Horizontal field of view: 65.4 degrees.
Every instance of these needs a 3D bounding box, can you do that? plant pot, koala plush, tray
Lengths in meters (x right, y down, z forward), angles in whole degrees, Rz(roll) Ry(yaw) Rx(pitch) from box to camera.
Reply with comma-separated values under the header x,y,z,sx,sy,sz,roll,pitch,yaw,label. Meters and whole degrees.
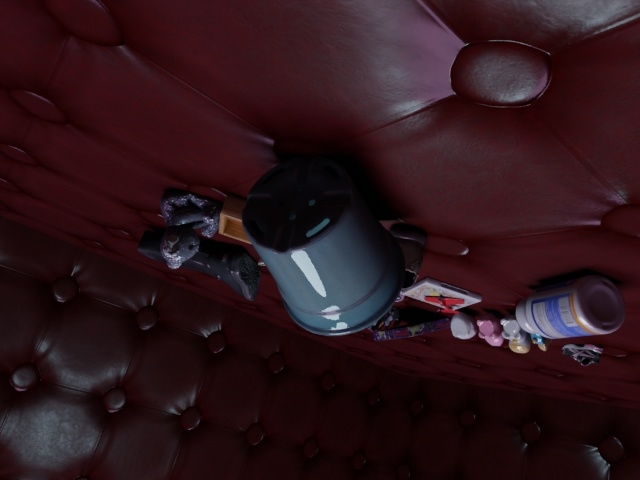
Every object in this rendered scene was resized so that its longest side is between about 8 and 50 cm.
x,y,z,sx,sy,sz,roll,pitch,yaw,label
0.000,0.000,1.173,0.341,0.341,0.334,7,150,26,plant pot
-0.437,-0.025,1.574,0.203,0.221,0.196,20,161,-9,koala plush
-0.106,-0.017,1.555,0.410,0.076,0.203,18,161,-7,tray

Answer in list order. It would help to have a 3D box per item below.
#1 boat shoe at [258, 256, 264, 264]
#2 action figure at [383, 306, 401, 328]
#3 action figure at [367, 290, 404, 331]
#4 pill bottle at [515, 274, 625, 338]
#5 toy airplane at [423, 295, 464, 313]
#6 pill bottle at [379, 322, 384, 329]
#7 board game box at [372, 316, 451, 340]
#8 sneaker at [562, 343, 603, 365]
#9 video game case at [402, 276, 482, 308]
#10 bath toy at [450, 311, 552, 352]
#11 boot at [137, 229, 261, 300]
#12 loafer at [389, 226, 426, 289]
x,y,z,sx,sy,sz,roll,pitch,yaw,label
-0.177,0.090,1.960,0.137,0.043,0.049,14,159,2,boat shoe
0.211,0.315,2.130,0.275,0.141,0.164,22,164,-26,action figure
0.091,0.198,1.901,0.370,0.276,0.248,28,158,32,action figure
0.669,0.190,1.369,0.152,0.152,0.272,20,161,-10,pill bottle
0.444,0.230,1.778,0.151,0.028,0.151,14,160,5,toy airplane
0.219,0.356,2.316,0.152,0.086,0.086,18,161,-5,pill bottle
0.394,0.394,2.201,0.208,0.056,0.347,-13,171,-21,board game box
1.005,0.446,1.930,0.072,0.077,0.178,20,162,-7,sneaker
0.428,0.195,1.778,0.206,0.026,0.227,19,161,-6,video game case
0.653,0.327,1.828,0.348,0.151,0.129,-2,-171,44,bath toy
-0.499,0.107,2.111,0.445,0.146,0.367,9,152,11,boot
0.224,0.081,1.461,0.133,0.130,0.366,12,161,13,loafer
